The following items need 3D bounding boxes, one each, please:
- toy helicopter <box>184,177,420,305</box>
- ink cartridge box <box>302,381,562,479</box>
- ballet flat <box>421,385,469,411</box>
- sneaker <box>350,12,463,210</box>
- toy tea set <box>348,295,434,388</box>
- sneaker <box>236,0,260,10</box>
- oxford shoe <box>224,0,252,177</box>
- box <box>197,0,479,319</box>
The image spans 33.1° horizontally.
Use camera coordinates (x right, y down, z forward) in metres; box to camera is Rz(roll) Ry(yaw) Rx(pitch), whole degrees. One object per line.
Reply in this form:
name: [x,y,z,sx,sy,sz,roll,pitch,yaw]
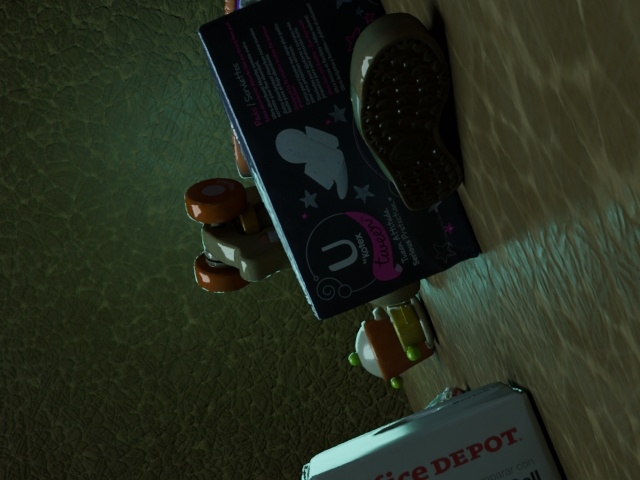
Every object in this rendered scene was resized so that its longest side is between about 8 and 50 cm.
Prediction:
toy helicopter: [0.000,0.000,1.439,0.355,0.235,0.140,24,129,40]
ink cartridge box: [0.124,0.281,0.898,0.115,0.198,0.272,86,162,-86]
ballet flat: [0.189,0.299,1.341,0.091,0.077,0.241,123,124,-88]
sneaker: [0.044,-0.099,0.718,0.086,0.064,0.192,62,179,31]
toy tea set: [0.061,0.059,1.609,0.200,0.124,0.336,70,178,-63]
sneaker: [-0.043,-0.245,1.279,0.293,0.102,0.146,69,179,-52]
oxford shoe: [-0.057,-0.269,1.451,0.130,0.133,0.363,-80,-12,-78]
box: [0.010,-0.075,0.894,0.163,0.142,0.247,172,76,-89]
